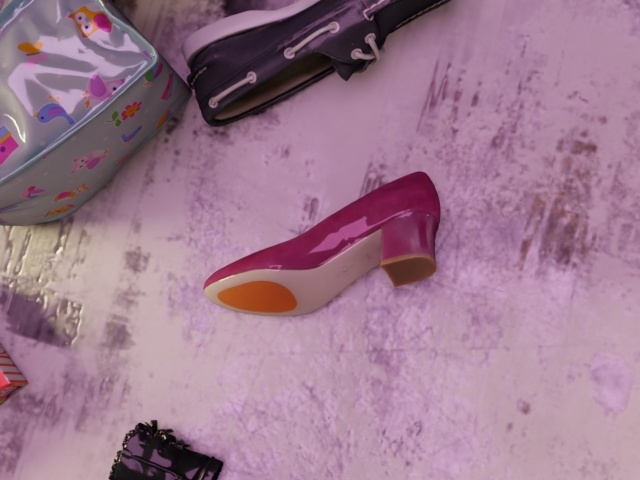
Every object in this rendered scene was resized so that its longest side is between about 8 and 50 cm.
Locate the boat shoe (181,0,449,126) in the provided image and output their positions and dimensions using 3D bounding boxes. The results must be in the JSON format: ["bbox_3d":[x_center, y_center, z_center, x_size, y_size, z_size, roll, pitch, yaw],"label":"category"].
[{"bbox_3d":[0.011,-0.198,1.031,0.302,0.114,0.091,-20,78,18],"label":"boat shoe"}]

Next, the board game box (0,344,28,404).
[{"bbox_3d":[-0.425,0.150,1.079,0.193,0.045,0.147,-39,77,2],"label":"board game box"}]

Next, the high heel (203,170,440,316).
[{"bbox_3d":[0.000,0.000,1.029,0.244,0.082,0.117,-16,47,21],"label":"high heel"}]

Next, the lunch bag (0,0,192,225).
[{"bbox_3d":[-0.272,-0.117,1.001,0.262,0.223,0.160,-43,87,1],"label":"lunch bag"}]

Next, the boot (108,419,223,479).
[{"bbox_3d":[-0.162,0.245,1.021,0.099,0.045,0.121,23,79,10],"label":"boot"}]
